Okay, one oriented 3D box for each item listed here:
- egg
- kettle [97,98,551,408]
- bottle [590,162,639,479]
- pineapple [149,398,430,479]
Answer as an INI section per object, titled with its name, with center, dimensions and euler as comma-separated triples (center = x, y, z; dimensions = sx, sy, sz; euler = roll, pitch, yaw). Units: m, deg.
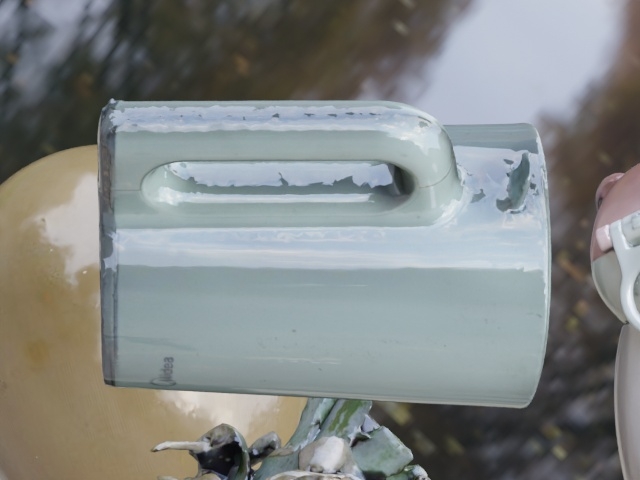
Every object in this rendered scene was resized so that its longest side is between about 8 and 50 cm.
[egg]
center = -0.159, 0.100, 1.689
dimensions = 0.301, 0.301, 0.374
euler = -50, 120, -71
[kettle]
center = 0.000, 0.006, 0.660
dimensions = 0.148, 0.098, 0.127
euler = 2, -1, -5
[bottle]
center = 0.225, 0.059, 1.115
dimensions = 0.147, 0.147, 0.236
euler = 2, 71, -62
[pineapple]
center = -0.057, 0.194, 1.064
dimensions = 0.262, 0.271, 0.262
euler = 46, -14, 15
